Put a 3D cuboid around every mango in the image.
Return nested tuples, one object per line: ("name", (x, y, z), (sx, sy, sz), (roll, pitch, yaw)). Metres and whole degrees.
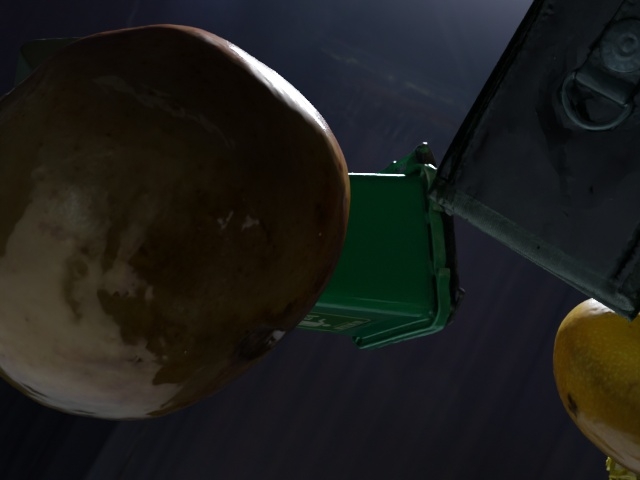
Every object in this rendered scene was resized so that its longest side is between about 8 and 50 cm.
("mango", (0.288, 0.136, 0.770), (0.157, 0.109, 0.262), (-5, 31, -12))

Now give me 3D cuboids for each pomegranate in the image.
("pomegranate", (-0.150, -0.027, 0.784), (0.338, 0.338, 0.338), (28, -6, 3))

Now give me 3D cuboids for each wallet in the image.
("wallet", (0.185, -0.090, 0.582), (0.160, 0.236, 0.055), (33, 10, 21))

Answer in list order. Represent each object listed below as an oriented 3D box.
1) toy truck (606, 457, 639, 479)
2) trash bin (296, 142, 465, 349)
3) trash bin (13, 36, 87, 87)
("toy truck", (0.423, 0.211, 1.168), (0.114, 0.227, 0.098), (8, -23, 19))
("trash bin", (0.000, 0.000, 1.402), (0.381, 0.295, 0.259), (6, -17, -31))
("trash bin", (-0.269, -0.068, 1.157), (0.223, 0.343, 0.158), (-12, 51, -36))
